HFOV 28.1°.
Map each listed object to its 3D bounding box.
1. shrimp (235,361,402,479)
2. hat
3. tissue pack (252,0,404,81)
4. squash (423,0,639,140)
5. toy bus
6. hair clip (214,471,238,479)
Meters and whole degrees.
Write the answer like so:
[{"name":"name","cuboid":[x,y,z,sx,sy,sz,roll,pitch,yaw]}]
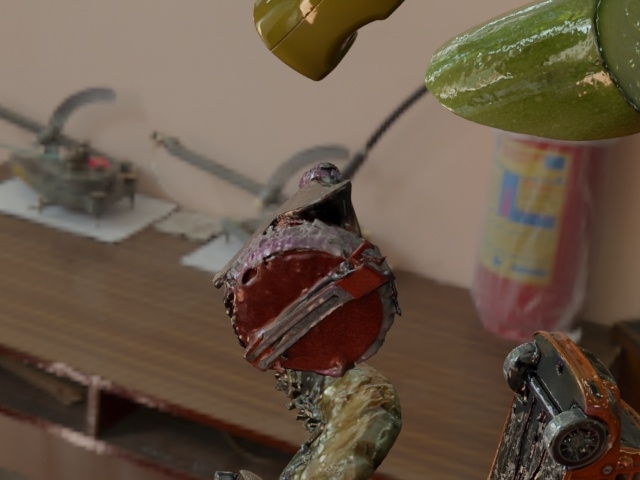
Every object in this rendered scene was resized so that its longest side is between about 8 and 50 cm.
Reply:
[{"name":"shrimp","cuboid":[-0.027,0.220,1.429,0.071,0.233,0.365,45,-7,-19]},{"name":"hat","cuboid":[-0.001,-0.003,0.985,0.128,0.140,0.227,19,34,-10]},{"name":"tissue pack","cuboid":[0.011,-0.267,1.349,0.127,0.178,0.123,40,39,-12]},{"name":"squash","cuboid":[0.275,-0.191,1.484,0.189,0.189,0.260,-13,-3,-42]},{"name":"toy bus","cuboid":[0.247,0.257,1.316,0.153,0.329,0.143,3,27,-17]},{"name":"hair clip","cuboid":[-0.110,0.386,1.629,0.146,0.187,0.056,-8,-8,-1]}]
